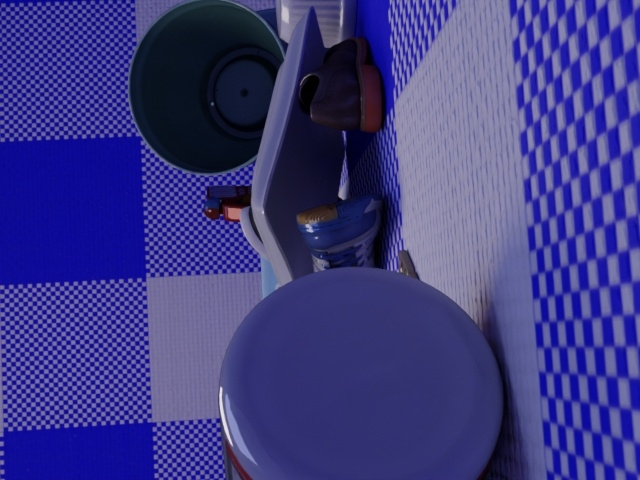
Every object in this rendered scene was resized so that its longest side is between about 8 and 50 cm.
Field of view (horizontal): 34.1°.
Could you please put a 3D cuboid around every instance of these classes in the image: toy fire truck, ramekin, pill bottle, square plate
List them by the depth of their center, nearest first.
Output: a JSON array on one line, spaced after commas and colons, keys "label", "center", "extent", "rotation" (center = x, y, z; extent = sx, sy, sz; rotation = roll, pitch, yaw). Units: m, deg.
[{"label": "pill bottle", "center": [0.024, 0.203, 0.885], "extent": [0.363, 0.210, 0.210], "rotation": [94, 172, -54]}, {"label": "square plate", "center": [-0.031, -0.094, 1.502], "extent": [0.347, 0.049, 0.344], "rotation": [73, -155, -57]}, {"label": "ramekin", "center": [-0.011, -0.387, 1.558], "extent": [0.207, 0.109, 0.207], "rotation": [177, 90, -86]}, {"label": "toy fire truck", "center": [-0.138, -0.081, 2.377], "extent": [0.302, 0.254, 0.169], "rotation": [-111, 18, -75]}]

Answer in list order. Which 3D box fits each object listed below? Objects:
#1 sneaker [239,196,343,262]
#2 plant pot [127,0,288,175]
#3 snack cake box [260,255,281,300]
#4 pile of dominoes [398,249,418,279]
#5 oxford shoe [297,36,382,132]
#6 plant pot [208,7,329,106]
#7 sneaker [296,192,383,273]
[{"label": "sneaker", "center": [0.000, 0.000, 1.775], "extent": [0.296, 0.147, 0.105], "rotation": [38, -145, -53]}, {"label": "plant pot", "center": [-0.158, -0.261, 1.805], "extent": [0.196, 0.293, 0.293], "rotation": [-15, -76, -72]}, {"label": "snack cake box", "center": [-0.052, 0.051, 2.114], "extent": [0.152, 0.089, 0.264], "rotation": [40, -138, -63]}, {"label": "pile of dominoes", "center": [0.087, 0.141, 1.106], "extent": [0.251, 0.040, 0.196], "rotation": [-102, 11, -65]}, {"label": "oxford shoe", "center": [0.017, -0.213, 1.380], "extent": [0.271, 0.098, 0.097], "rotation": [-106, 14, -69]}, {"label": "plant pot", "center": [-0.117, -0.323, 2.012], "extent": [0.247, 0.252, 0.248], "rotation": [-123, 30, -79]}, {"label": "sneaker", "center": [0.038, 0.017, 1.348], "extent": [0.296, 0.112, 0.131], "rotation": [45, -146, -84]}]
